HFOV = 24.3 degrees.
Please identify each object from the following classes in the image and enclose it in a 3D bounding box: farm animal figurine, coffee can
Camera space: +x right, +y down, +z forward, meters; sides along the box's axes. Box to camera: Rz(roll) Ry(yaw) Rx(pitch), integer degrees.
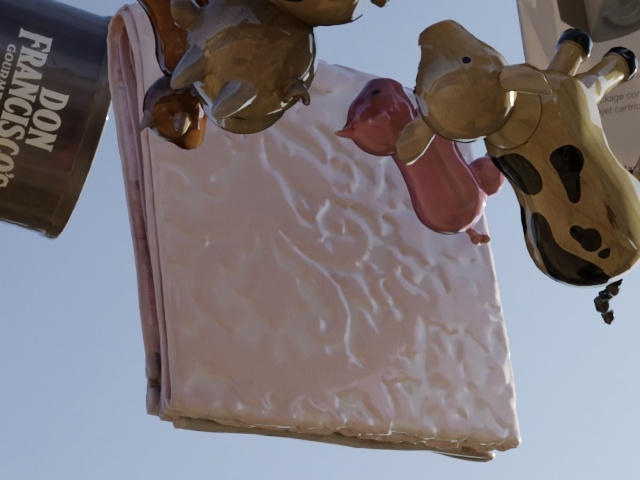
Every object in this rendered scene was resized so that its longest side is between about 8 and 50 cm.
[{"bbox_3d":[0.019,-0.121,0.727,0.330,0.172,0.327,20,-51,21],"label":"farm animal figurine"},{"bbox_3d":[-0.326,-0.133,1.250,0.275,0.201,0.201,17,-42,-17],"label":"coffee can"}]

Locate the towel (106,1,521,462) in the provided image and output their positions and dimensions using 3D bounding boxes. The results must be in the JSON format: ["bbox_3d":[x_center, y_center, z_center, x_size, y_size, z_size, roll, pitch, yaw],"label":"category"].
[{"bbox_3d":[0.000,0.000,1.099,0.332,0.317,0.053,13,-31,-38],"label":"towel"}]

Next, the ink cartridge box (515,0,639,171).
[{"bbox_3d":[0.228,-0.183,1.016,0.131,0.306,0.226,-8,3,32],"label":"ink cartridge box"}]
